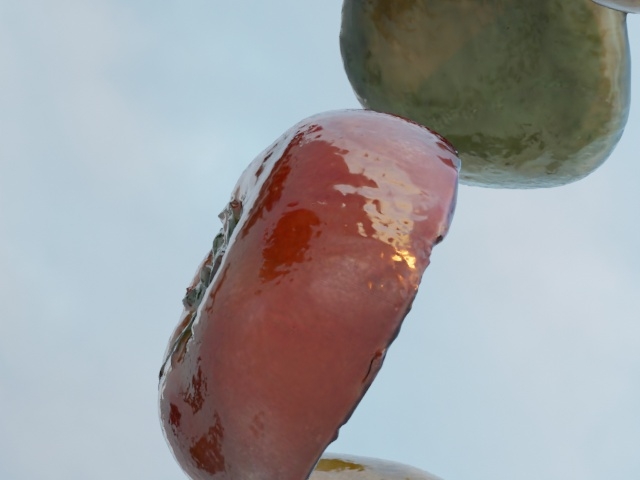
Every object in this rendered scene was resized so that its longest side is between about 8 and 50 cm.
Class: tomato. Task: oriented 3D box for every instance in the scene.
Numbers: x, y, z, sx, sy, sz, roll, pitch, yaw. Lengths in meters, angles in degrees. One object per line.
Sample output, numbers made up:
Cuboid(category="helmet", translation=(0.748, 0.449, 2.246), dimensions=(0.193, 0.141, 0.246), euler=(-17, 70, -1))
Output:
Cuboid(category="tomato", translation=(-0.020, 0.031, 0.856), dimensions=(0.225, 0.085, 0.225), euler=(-58, -169, 19))

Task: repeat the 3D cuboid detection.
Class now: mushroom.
Cuboid(category="mushroom", translation=(0.142, -0.183, 1.513), dimensions=(0.217, 0.212, 0.292), euler=(-163, -107, -70))

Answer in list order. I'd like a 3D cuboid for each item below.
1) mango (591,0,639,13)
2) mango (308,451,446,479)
Cuboid(category="mango", translation=(0.244, -0.239, 1.134), dimensions=(0.191, 0.290, 0.160), euler=(-21, -70, 39))
Cuboid(category="mango", translation=(-0.022, 0.278, 1.492), dimensions=(0.384, 0.221, 0.199), euler=(-20, -117, 32))
